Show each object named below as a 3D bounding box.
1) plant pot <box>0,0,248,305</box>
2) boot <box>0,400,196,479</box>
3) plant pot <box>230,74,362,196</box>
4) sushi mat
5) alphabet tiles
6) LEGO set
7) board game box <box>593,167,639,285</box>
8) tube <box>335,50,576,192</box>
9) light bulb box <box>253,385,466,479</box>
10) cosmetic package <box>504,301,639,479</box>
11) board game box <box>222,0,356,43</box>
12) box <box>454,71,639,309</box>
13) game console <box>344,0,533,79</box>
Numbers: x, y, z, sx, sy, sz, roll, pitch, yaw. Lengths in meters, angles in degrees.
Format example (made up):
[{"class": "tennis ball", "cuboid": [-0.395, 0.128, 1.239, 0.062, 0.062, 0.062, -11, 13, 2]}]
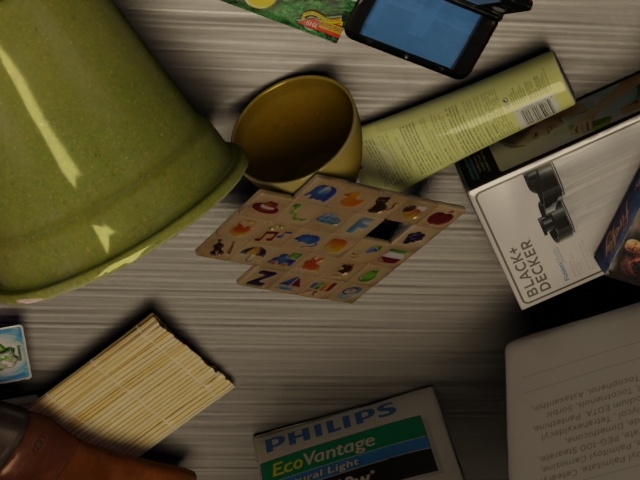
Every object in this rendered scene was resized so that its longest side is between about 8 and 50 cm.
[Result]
[{"class": "plant pot", "cuboid": [-0.246, -0.120, 1.500, 0.276, 0.276, 0.254, -25, 109, 7]}, {"class": "boot", "cuboid": [-0.308, 0.327, 1.778, 0.280, 0.096, 0.264, 28, 88, -30]}, {"class": "plant pot", "cuboid": [-0.011, -0.086, 1.619, 0.134, 0.134, 0.095, -26, 140, 8]}, {"class": "sushi mat", "cuboid": [-0.258, 0.212, 1.798, 0.316, 0.019, 0.151, -37, 129, 14]}, {"class": "alphabet tiles", "cuboid": [0.000, 0.000, 1.641, 0.237, 0.009, 0.198, 11, 142, -37]}, {"class": "LEGO set", "cuboid": [-0.406, 0.142, 1.748, 0.182, 0.060, 0.244, -9, 127, -10]}, {"class": "board game box", "cuboid": [0.405, -0.053, 1.628, 0.165, 0.042, 0.243, 15, 117, -15]}, {"class": "tube", "cuboid": [0.141, -0.121, 1.653, 0.240, 0.070, 0.062, -25, 161, 12]}, {"class": "light bulb box", "cuboid": [0.091, 0.422, 1.780, 0.225, 0.361, 0.358, -16, 121, 0]}, {"class": "cosmetic package", "cuboid": [0.405, 0.298, 1.651, 0.327, 0.394, 0.329, -19, 137, 26]}, {"class": "board game box", "cuboid": [-0.074, -0.293, 1.537, 0.259, 0.030, 0.136, 18, 118, -17]}, {"class": "box", "cuboid": [0.305, -0.064, 1.684, 0.290, 0.087, 0.169, -23, 120, 6]}, {"class": "game console", "cuboid": [0.115, -0.219, 1.575, 0.144, 0.124, 0.085, 18, 90, -17]}]
